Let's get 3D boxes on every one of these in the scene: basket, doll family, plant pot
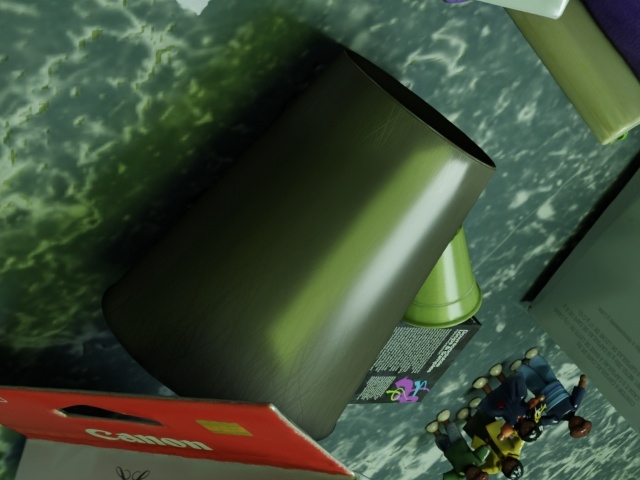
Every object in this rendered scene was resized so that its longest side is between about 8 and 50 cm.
[{"bbox_3d":[0.000,0.000,0.637,0.204,0.154,0.227,28,108,-36],"label":"basket"},{"bbox_3d":[0.218,0.210,1.057,0.193,0.111,0.076,-47,141,15],"label":"doll family"},{"bbox_3d":[0.095,0.017,0.793,0.083,0.083,0.079,-21,128,-18],"label":"plant pot"}]

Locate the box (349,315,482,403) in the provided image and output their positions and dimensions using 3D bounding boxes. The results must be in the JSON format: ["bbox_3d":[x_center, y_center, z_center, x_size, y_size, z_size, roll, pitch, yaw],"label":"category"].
[{"bbox_3d":[0.069,0.112,0.907,0.162,0.029,0.116,9,126,-41],"label":"box"}]

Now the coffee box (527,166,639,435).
[{"bbox_3d":[0.492,0.062,0.917,0.334,0.338,0.338,5,128,-42],"label":"coffee box"}]

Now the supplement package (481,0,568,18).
[{"bbox_3d":[-0.011,-0.222,0.317,0.261,0.145,0.204,9,129,-15],"label":"supplement package"}]

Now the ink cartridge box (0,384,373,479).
[{"bbox_3d":[-0.107,0.177,0.668,0.296,0.066,0.261,-1,153,28],"label":"ink cartridge box"}]

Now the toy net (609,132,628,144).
[{"bbox_3d":[0.252,-0.170,0.688,0.045,0.122,0.232,-19,119,-18],"label":"toy net"}]

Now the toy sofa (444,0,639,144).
[{"bbox_3d":[0.220,-0.199,0.458,0.177,0.150,0.362,-28,169,-32],"label":"toy sofa"}]
